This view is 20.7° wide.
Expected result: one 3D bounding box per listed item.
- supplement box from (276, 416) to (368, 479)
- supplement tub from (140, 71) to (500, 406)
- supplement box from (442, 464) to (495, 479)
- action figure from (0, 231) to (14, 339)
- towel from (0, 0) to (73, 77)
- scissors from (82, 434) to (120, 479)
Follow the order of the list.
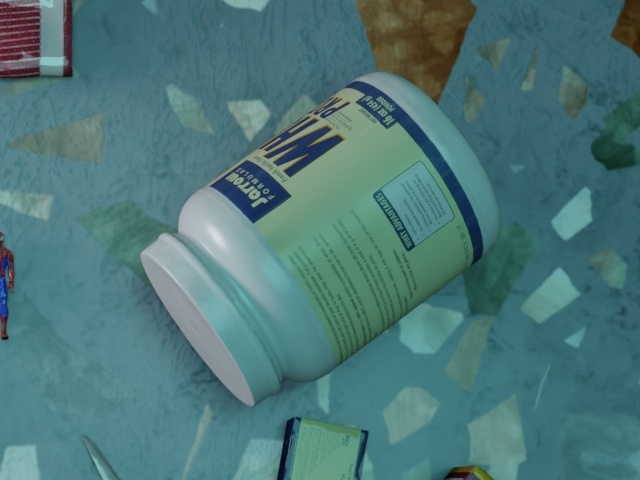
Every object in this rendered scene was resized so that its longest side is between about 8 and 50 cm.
[{"bbox_3d":[0.001,0.239,1.884,0.083,0.056,0.083,11,79,-7],"label":"supplement box"},{"bbox_3d":[0.000,0.000,1.832,0.325,0.235,0.235,-36,88,-13],"label":"supplement tub"},{"bbox_3d":[0.124,0.335,1.864,0.081,0.104,0.188,42,77,-1],"label":"supplement box"},{"bbox_3d":[-0.347,0.047,1.876,0.038,0.030,0.115,1,78,-4],"label":"action figure"},{"bbox_3d":[-0.435,-0.295,1.914,0.329,0.037,0.237,0,81,-9],"label":"towel"},{"bbox_3d":[-0.177,0.343,1.855,0.297,0.021,0.109,44,79,-2],"label":"scissors"}]
